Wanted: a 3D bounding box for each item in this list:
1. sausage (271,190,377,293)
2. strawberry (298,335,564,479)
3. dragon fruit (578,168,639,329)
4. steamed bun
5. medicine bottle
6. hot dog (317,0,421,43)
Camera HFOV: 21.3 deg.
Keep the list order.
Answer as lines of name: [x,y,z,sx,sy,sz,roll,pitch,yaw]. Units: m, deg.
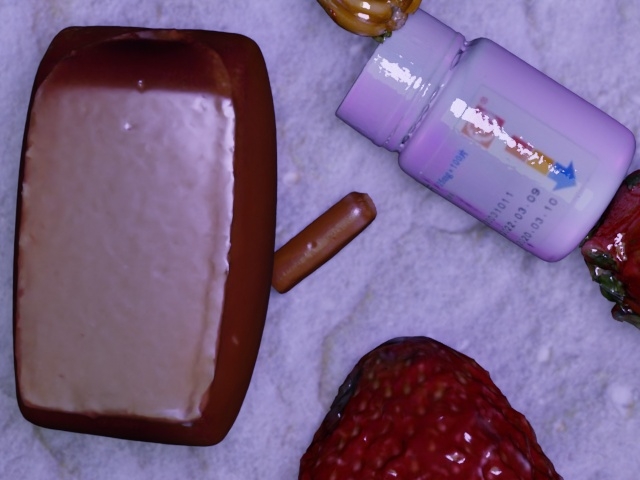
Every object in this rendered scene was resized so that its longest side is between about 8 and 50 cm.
sausage: [0.000,0.000,1.678,0.131,0.041,0.039,-40,74,12]
strawberry: [0.100,0.276,1.613,0.292,0.292,0.310,-17,107,9]
dragon fruit: [0.370,0.034,1.586,0.200,0.198,0.269,-38,111,2]
steamed bun: [-0.159,-0.007,1.588,0.235,0.248,0.379,4,93,3]
medicine bottle: [0.152,-0.102,1.584,0.254,0.152,0.152,32,104,0]
hot dog: [0.010,-0.280,1.559,0.104,0.076,0.250,-31,58,-8]
